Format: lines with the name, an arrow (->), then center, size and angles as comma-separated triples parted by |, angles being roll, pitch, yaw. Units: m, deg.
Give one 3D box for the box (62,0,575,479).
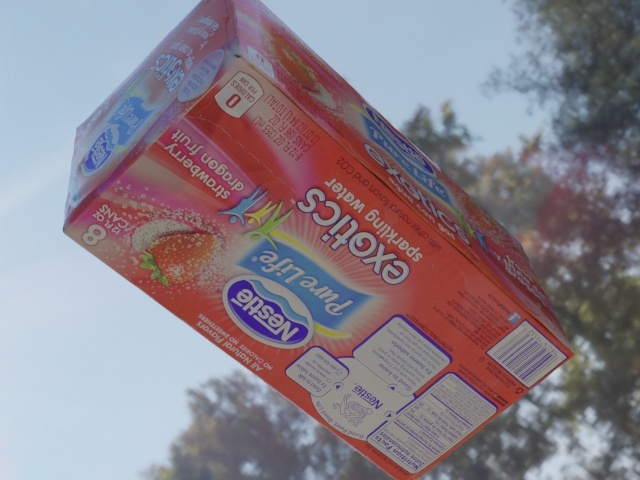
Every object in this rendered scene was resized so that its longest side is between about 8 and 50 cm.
box -> 0.000, 0.000, 0.780 | 0.154, 0.142, 0.300 | -43, -63, 17
